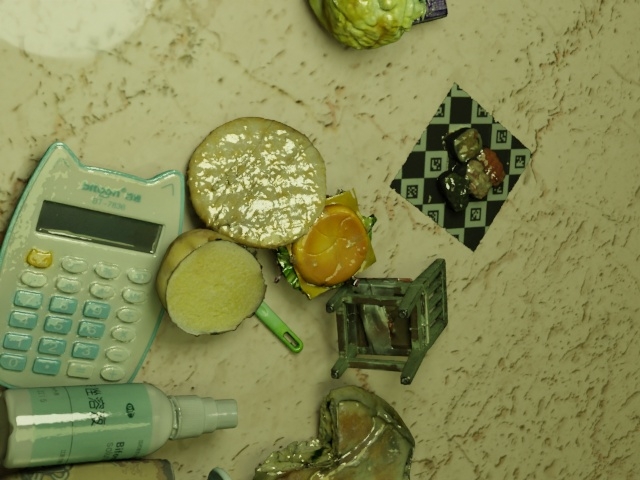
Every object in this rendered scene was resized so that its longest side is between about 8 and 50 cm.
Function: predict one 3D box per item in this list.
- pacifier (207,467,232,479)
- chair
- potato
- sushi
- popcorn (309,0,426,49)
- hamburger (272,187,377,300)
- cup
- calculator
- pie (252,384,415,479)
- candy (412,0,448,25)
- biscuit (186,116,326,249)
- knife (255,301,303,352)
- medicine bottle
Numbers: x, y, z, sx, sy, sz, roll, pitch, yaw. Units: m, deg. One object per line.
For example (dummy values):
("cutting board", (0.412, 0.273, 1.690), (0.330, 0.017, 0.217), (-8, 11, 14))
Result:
("pacifier", (-0.094, 0.497, 1.436), (0.233, 0.244, 0.299), (-8, 83, -18))
("chair", (0.117, 0.128, 1.558), (0.270, 0.147, 0.136), (-43, 131, -63))
("potato", (-0.170, 0.053, 1.372), (0.164, 0.081, 0.200), (-41, 142, -5))
("sushi", (0.268, -0.123, 1.613), (0.231, 0.047, 0.219), (35, 84, -29))
("popcorn", (0.078, -0.396, 1.368), (0.198, 0.198, 0.212), (31, 90, -29))
("hamburger", (0.004, 0.001, 1.476), (0.189, 0.093, 0.164), (-14, 107, -22))
("cup", (-0.368, 0.449, 1.345), (0.257, 0.227, 0.301), (10, 125, -16))
("calculator", (-0.345, 0.061, 1.333), (0.256, 0.054, 0.386), (12, 96, -29))
("pie", (0.026, 0.416, 1.593), (0.337, 0.075, 0.337), (-10, 110, -29))
("candy", (0.134, -0.502, 1.453), (0.088, 0.061, 0.312), (-18, 108, -23))
("biscuit", (-0.094, -0.089, 1.393), (0.220, 0.033, 0.220), (3, 76, -11))
("knife", (-0.090, 0.108, 1.496), (0.054, 0.015, 0.212), (-46, 116, -12))
("medicine bottle", (-0.288, 0.266, 1.347), (0.352, 0.110, 0.110), (2, 100, -30))
